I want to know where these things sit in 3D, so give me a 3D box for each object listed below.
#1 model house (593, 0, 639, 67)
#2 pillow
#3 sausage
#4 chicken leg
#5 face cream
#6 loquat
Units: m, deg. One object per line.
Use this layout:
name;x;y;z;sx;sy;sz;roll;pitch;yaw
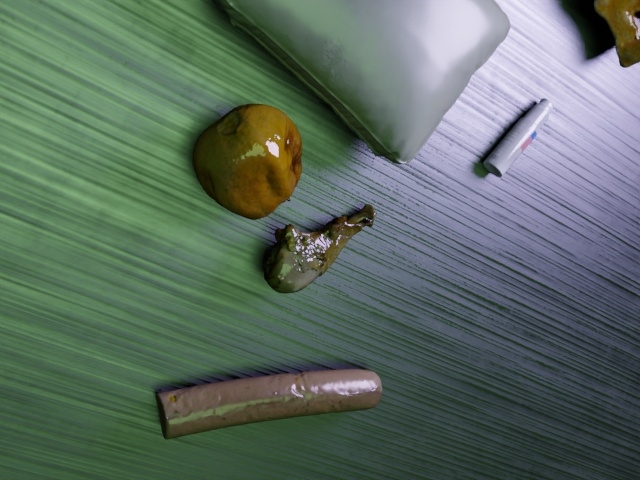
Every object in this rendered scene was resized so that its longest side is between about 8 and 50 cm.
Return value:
model house;0.481;-0.404;0.943;0.268;0.173;0.239;-42;113;-12
pillow;0.058;-0.272;0.829;0.322;0.119;0.255;39;83;-21
sausage;-0.059;0.207;0.910;0.301;0.066;0.066;-4;102;-23
chicken leg;0.000;0.000;0.890;0.178;0.070;0.093;-29;128;-22
face cream;0.283;-0.148;0.991;0.034;0.034;0.130;43;83;-23
loquat;-0.080;-0.090;0.817;0.137;0.113;0.137;-20;121;-37
